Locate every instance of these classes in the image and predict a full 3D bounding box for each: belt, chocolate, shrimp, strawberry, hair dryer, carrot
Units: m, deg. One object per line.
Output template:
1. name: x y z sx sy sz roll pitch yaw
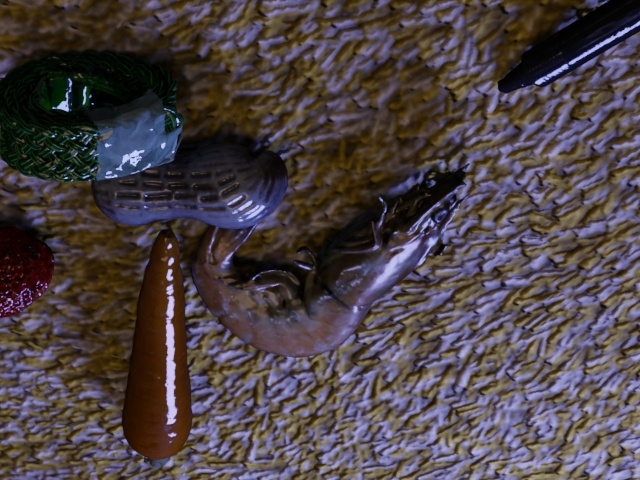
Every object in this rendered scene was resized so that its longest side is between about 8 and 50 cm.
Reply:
1. belt: -0.181 -0.091 1.141 0.151 0.121 0.079 -2 127 1
2. chocolate: -0.110 -0.046 1.202 0.166 0.072 0.072 0 129 5
3. shrimp: 0.000 0.000 1.244 0.169 0.058 0.296 32 128 -16
4. strawberry: -0.280 0.030 1.268 0.083 0.096 0.083 14 132 17
5. hair dryer: 0.218 -0.167 1.058 0.128 0.070 0.255 5 154 -46
6. carrot: -0.151 0.106 1.319 0.069 0.069 0.336 6 135 0
